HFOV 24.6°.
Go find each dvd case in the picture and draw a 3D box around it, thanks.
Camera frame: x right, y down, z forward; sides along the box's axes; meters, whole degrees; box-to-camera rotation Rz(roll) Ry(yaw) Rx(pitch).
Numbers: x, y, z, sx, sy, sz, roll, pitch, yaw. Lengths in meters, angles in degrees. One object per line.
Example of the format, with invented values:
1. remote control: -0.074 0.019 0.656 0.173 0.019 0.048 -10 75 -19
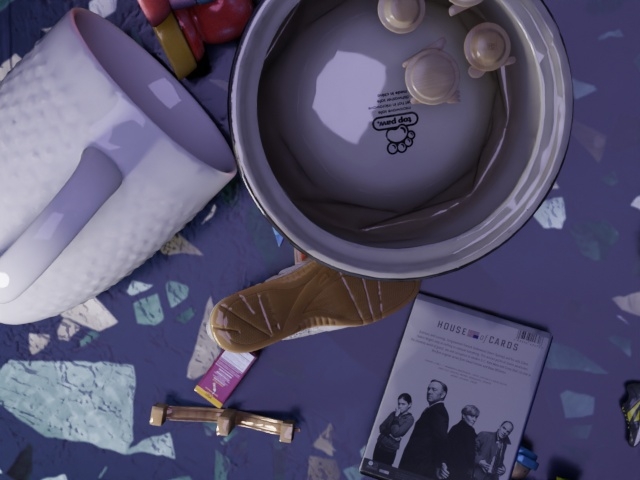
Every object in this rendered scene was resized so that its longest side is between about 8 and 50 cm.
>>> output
1. dvd case: 0.168 0.201 1.813 0.179 0.029 0.239 17 72 9

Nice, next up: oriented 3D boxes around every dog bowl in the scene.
1. dog bowl: 0.084 -0.164 1.751 0.408 0.150 0.408 -1 98 -9

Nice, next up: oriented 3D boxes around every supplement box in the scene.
1. supplement box: -0.117 0.165 1.870 0.043 0.055 0.083 37 95 2

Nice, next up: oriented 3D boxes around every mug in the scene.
1. mug: -0.307 -0.051 1.717 0.328 0.374 0.276 -43 106 11

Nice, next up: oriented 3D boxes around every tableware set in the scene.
1. tableware set: 0.144 -0.241 1.663 0.141 0.020 0.169 -22 100 -7

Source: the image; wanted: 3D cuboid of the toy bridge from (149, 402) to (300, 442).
1. toy bridge: -0.118 0.230 1.869 0.188 0.063 0.026 7 94 6

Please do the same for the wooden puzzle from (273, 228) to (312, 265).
1. wooden puzzle: 0.000 0.000 1.871 0.116 0.014 0.079 -10 92 6

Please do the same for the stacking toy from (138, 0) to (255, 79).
1. stacking toy: -0.184 -0.365 1.741 0.130 0.309 0.279 -26 81 -2

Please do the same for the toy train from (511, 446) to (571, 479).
1. toy train: 0.294 0.358 1.808 0.248 0.105 0.143 26 85 17

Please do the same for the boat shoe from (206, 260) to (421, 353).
1. boat shoe: -0.013 0.069 1.838 0.277 0.096 0.098 -13 92 -16

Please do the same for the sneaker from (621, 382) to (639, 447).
1. sneaker: 0.394 0.218 1.847 0.035 0.031 0.083 12 90 17
